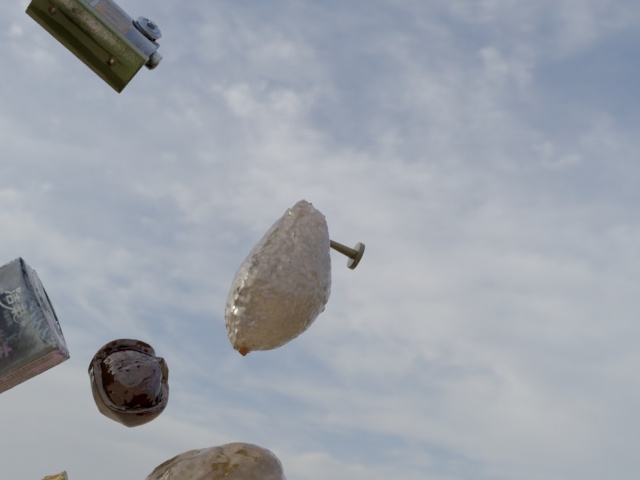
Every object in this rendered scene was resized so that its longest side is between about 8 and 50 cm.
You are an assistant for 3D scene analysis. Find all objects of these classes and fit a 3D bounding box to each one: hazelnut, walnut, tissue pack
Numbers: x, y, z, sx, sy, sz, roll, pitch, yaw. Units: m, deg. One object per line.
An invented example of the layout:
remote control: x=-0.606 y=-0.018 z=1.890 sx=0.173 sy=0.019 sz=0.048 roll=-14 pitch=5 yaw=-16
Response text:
hazelnut: x=-0.433 y=0.319 z=2.110 sx=0.160 sy=0.202 sz=0.170 roll=-30 pitch=-7 yaw=36
walnut: x=-0.221 y=0.555 z=1.867 sx=0.306 sy=0.306 sz=0.344 roll=-8 pitch=5 yaw=36
tissue pack: x=-0.774 y=0.228 z=2.109 sx=0.361 sy=0.259 sz=0.122 roll=-28 pitch=-20 yaw=-6

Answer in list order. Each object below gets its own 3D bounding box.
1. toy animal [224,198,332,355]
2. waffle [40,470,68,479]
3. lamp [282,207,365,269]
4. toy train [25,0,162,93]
toy animal: x=-0.080 y=0.102 z=1.887 sx=0.188 sy=0.358 sz=0.227 roll=25 pitch=-37 yaw=13
waffle: x=-0.499 y=0.422 z=1.479 sx=0.210 sy=0.055 sz=0.160 roll=-14 pitch=-7 yaw=-17
lamp: x=0.000 y=0.000 z=2.319 sx=0.214 sy=0.121 sz=0.121 roll=26 pitch=-26 yaw=-11
toy train: x=-0.484 y=-0.478 z=2.072 sx=0.299 sy=0.202 sz=0.131 roll=41 pitch=-63 yaw=-13
